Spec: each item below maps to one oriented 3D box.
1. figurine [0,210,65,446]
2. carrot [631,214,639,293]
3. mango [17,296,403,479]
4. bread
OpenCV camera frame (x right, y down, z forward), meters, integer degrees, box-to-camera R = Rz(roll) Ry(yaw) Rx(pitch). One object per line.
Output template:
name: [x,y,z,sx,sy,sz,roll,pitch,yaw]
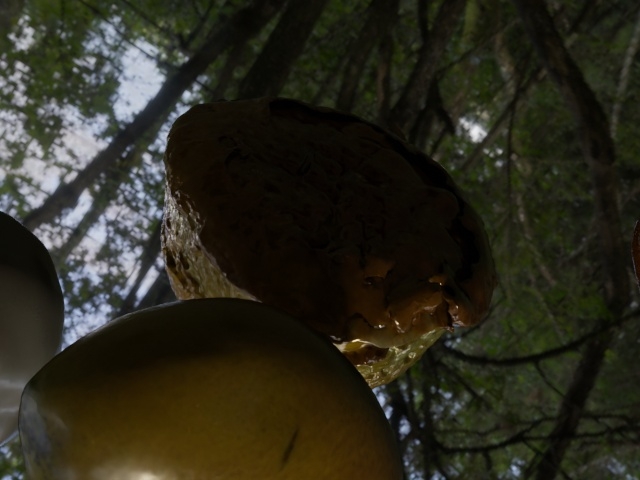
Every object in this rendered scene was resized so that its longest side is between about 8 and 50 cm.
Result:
figurine: [-0.328,0.032,0.667,0.203,0.248,0.380,5,-142,-33]
carrot: [0.253,0.039,0.601,0.035,0.142,0.035,-4,178,0]
mango: [-0.055,0.153,0.521,0.173,0.211,0.317,35,163,43]
bread: [0.001,0.002,0.851,0.337,0.204,0.358,-11,-131,-36]
